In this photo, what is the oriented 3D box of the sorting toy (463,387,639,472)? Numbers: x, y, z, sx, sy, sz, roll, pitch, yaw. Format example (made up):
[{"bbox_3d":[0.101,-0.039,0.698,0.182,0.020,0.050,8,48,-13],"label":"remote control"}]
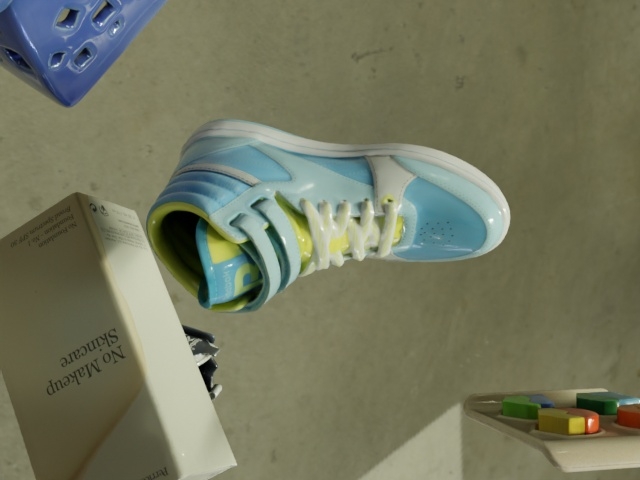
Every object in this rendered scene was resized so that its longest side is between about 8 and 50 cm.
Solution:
[{"bbox_3d":[0.274,0.182,0.820,0.193,0.208,0.038,0,93,-13],"label":"sorting toy"}]

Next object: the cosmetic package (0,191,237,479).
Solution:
[{"bbox_3d":[-0.229,0.125,0.822,0.160,0.309,0.113,-31,161,14],"label":"cosmetic package"}]

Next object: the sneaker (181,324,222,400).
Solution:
[{"bbox_3d":[-0.199,0.114,0.968,0.094,0.153,0.234,-46,120,-55],"label":"sneaker"}]

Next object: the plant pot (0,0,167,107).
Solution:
[{"bbox_3d":[-0.231,-0.275,0.593,0.236,0.236,0.212,-53,178,-6],"label":"plant pot"}]

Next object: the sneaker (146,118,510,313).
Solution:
[{"bbox_3d":[0.000,0.000,0.695,0.208,0.319,0.127,-66,162,-54],"label":"sneaker"}]
